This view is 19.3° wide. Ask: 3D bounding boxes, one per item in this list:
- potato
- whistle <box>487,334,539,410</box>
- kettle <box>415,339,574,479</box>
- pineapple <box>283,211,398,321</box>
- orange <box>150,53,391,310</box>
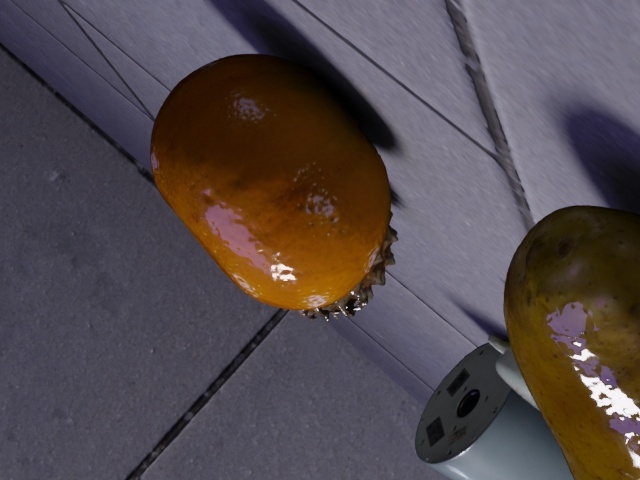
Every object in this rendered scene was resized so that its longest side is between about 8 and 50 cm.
[{"bbox_3d":[0.225,0.114,1.158,0.369,0.176,0.195,50,-162,-34],"label":"potato"},{"bbox_3d":[0.261,0.162,1.748,0.258,0.067,0.126,38,-178,-5],"label":"whistle"},{"bbox_3d":[0.241,0.230,2.091,0.243,0.160,0.210,38,-165,-21],"label":"kettle"},{"bbox_3d":[0.000,0.000,1.838,0.166,0.166,0.193,41,178,8],"label":"pineapple"},{"bbox_3d":[-0.037,-0.052,1.590,0.240,0.171,0.240,49,175,6],"label":"orange"}]
